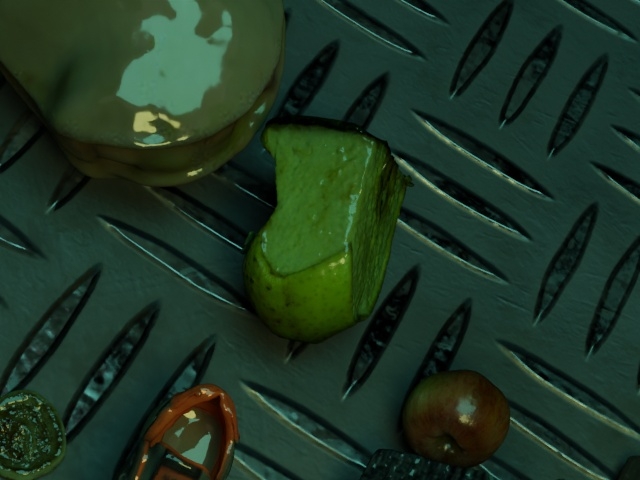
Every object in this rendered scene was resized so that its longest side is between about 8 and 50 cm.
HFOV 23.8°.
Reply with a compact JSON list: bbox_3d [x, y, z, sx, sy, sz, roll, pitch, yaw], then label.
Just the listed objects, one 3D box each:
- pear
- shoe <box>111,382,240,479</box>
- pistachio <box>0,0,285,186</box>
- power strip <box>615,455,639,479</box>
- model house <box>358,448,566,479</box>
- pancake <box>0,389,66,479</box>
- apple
[{"bbox_3d":[0.000,0.000,1.830,0.164,0.238,0.255,9,81,16],"label":"pear"},{"bbox_3d":[-0.173,0.284,1.601,0.132,0.171,0.336,31,56,-2],"label":"shoe"},{"bbox_3d":[-0.225,-0.273,1.830,0.365,0.281,0.446,-8,66,-7],"label":"pistachio"},{"bbox_3d":[0.433,0.410,1.798,0.251,0.092,0.257,36,60,-2],"label":"power strip"},{"bbox_3d":[0.118,0.336,1.646,0.241,0.226,0.261,31,54,0],"label":"model house"},{"bbox_3d":[-0.329,0.215,1.676,0.108,0.017,0.108,6,62,-12],"label":"pancake"},{"bbox_3d":[0.160,0.208,1.794,0.126,0.126,0.102,25,45,-5],"label":"apple"}]
